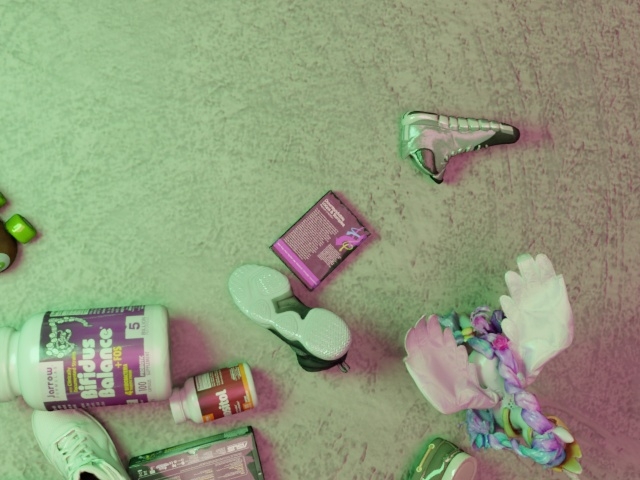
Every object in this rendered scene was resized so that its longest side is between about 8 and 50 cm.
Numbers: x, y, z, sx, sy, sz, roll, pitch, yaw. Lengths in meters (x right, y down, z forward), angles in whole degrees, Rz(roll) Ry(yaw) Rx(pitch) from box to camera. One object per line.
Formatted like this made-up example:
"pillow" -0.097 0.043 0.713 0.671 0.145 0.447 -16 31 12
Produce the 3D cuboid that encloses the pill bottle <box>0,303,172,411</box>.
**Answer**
"pill bottle" -0.408 0.201 1.265 0.301 0.169 0.169 -4 92 -10

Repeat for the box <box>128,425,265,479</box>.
"box" -0.215 0.460 1.362 0.231 0.056 0.183 -14 94 -9

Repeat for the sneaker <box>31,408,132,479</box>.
"sneaker" -0.389 0.365 1.236 0.108 0.169 0.292 -38 75 -21

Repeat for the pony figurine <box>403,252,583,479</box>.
"pony figurine" 0.303 0.226 1.291 0.302 0.363 0.351 -28 96 -8

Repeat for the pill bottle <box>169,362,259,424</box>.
"pill bottle" -0.193 0.281 1.347 0.152 0.086 0.086 -15 94 -9

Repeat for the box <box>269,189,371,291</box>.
"box" 0.000 0.000 1.404 0.162 0.029 0.116 -43 99 -5

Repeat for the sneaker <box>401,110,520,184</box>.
"sneaker" 0.261 -0.170 1.426 0.228 0.086 0.132 7 95 0

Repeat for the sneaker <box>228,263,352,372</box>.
"sneaker" -0.055 0.155 1.361 0.268 0.153 0.101 32 66 25

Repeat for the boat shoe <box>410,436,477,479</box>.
"boat shoe" 0.185 0.523 1.417 0.109 0.091 0.305 33 87 -46

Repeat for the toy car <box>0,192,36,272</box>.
"toy car" -0.582 -0.005 1.220 0.155 0.188 0.149 -43 98 -6
